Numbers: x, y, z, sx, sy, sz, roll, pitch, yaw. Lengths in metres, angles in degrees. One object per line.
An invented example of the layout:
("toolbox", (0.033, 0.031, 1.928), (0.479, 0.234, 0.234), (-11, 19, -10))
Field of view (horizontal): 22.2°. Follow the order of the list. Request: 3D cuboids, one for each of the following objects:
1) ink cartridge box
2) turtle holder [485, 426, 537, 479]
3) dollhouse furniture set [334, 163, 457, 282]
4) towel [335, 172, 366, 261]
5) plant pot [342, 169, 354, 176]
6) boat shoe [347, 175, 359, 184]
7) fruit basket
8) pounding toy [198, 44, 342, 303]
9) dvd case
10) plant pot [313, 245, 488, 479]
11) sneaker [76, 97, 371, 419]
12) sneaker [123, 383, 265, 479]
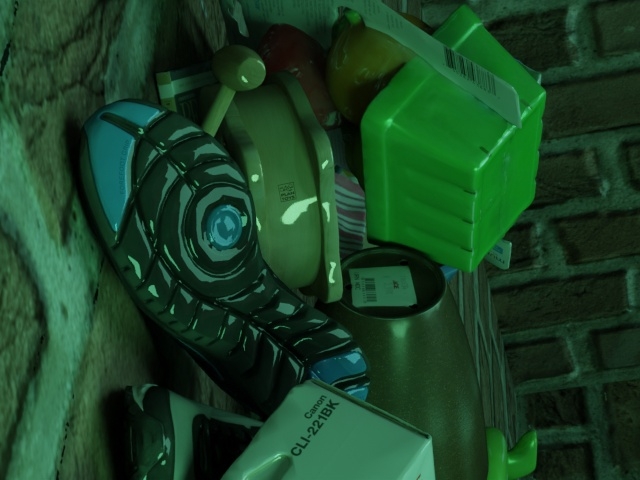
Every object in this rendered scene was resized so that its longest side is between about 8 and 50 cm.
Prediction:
("ink cartridge box", (-0.004, 0.267, 1.209), (0.197, 0.114, 0.273), (-50, 149, -32))
("turtle holder", (0.112, 0.344, 1.723), (0.243, 0.227, 0.320), (-84, 173, -46))
("dollhouse furniture set", (0.000, 0.000, 1.846), (0.286, 0.198, 0.303), (45, 33, 14))
("towel", (-0.013, -0.043, 1.640), (0.144, 0.029, 0.197), (35, 23, -11))
("plant pot", (0.044, -0.111, 2.099), (0.134, 0.095, 0.134), (-8, 90, -79))
("boat shoe", (0.058, -0.009, 2.088), (0.227, 0.079, 0.081), (79, 32, -44))
("fruit basket", (0.044, -0.146, 1.514), (0.353, 0.165, 0.327), (40, -20, 23))
("pounding toy", (-0.079, -0.054, 1.418), (0.154, 0.155, 0.269), (-130, -148, -59))
("dvd case", (-0.104, -0.053, 1.509), (0.164, 0.018, 0.221), (-44, 124, -76))
("plant pot", (0.059, 0.128, 1.547), (0.215, 0.215, 0.230), (-85, 176, -52))
("sneaker", (-0.099, 0.030, 1.273), (0.125, 0.140, 0.341), (-46, 124, -21))
("sneaker", (-0.078, 0.164, 1.239), (0.271, 0.108, 0.100), (46, 39, -69))
